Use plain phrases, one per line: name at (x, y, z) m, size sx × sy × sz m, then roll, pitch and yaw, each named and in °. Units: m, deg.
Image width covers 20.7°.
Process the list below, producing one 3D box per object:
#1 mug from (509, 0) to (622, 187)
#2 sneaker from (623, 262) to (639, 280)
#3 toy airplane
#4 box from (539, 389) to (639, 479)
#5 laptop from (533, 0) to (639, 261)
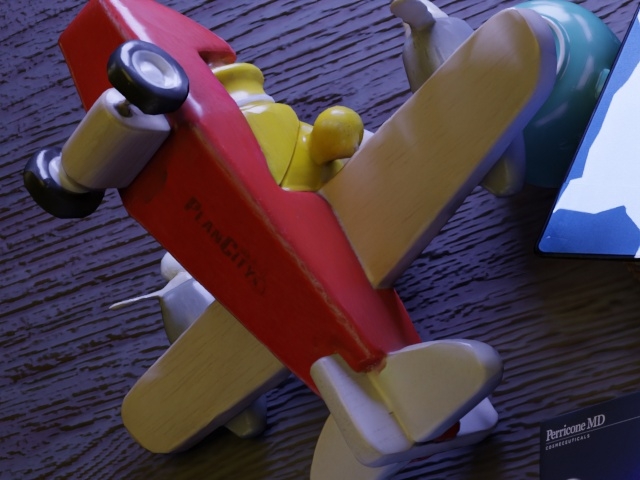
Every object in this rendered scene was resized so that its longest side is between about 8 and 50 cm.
mug at (0.180, -0.120, 1.311) m, size 0.157 × 0.097 × 0.129 m, roll -20°, pitch 59°, yaw 24°
sneaker at (0.268, 0.011, 1.223) m, size 0.084 × 0.069 × 0.185 m, roll -39°, pitch 59°, yaw 1°
toy airplane at (0.000, 0.000, 1.296) m, size 0.386 × 0.272 × 0.384 m, roll 5°, pitch 112°, yaw 26°
box at (0.252, 0.179, 1.067) m, size 0.261 × 0.103 × 0.184 m, roll -27°, pitch 50°, yaw 50°
laptop at (0.348, -0.191, 1.080) m, size 0.236 × 0.408 × 0.382 m, roll 24°, pitch 55°, yaw 5°
